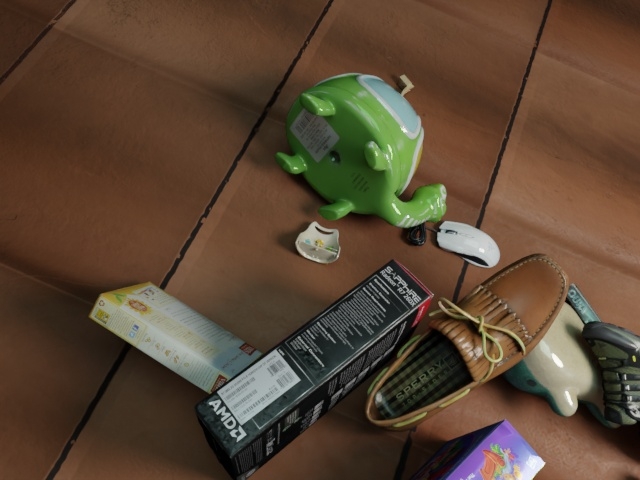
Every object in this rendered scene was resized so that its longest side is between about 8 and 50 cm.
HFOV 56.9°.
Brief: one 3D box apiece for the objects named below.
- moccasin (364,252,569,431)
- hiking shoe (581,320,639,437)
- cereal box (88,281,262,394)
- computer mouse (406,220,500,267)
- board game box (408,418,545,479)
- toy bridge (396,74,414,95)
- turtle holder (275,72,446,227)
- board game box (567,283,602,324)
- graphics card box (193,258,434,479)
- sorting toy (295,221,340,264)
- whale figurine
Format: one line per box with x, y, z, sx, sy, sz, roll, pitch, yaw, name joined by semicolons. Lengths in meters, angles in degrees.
0.220;0.160;0.923;0.380;0.147;0.139;-37;70;12;moccasin
0.489;0.233;0.938;0.114;0.086;0.227;-40;88;-18;hiking shoe
-0.220;0.152;0.938;0.240;0.173;0.047;31;96;7;cereal box
0.269;-0.010;1.163;0.193;0.042;0.106;22;62;2;computer mouse
0.129;0.411;0.831;0.347;0.233;0.078;-36;74;-22;board game box
0.133;-0.302;1.292;0.188;0.026;0.063;-31;75;-21;toy bridge
0.099;-0.176;1.105;0.320;0.243;0.227;30;47;25;turtle holder
0.510;0.164;1.079;0.026;0.126;0.186;-36;71;17;board game box
-0.008;0.204;0.908;0.371;0.232;0.094;-36;69;-22;graphics card box
0.000;0.000;1.118;0.083;0.045;0.075;20;56;1;sorting toy
0.416;0.223;1.041;0.272;0.141;0.216;40;44;-15;whale figurine
